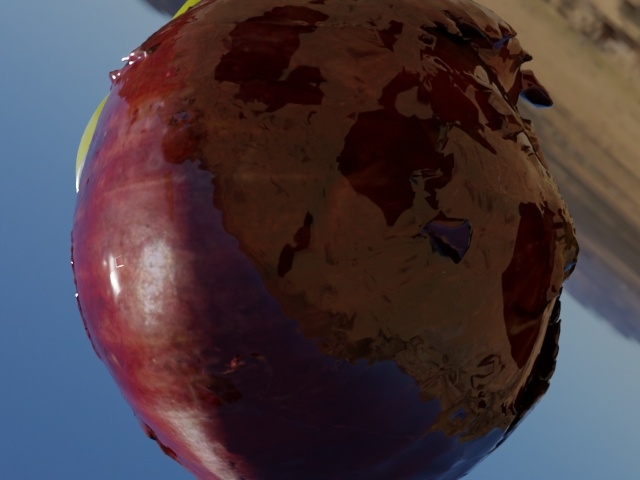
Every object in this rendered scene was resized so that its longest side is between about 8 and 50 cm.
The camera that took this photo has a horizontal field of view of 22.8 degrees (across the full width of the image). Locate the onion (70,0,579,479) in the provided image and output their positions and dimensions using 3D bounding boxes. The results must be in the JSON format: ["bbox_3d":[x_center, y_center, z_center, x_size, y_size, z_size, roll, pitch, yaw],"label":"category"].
[{"bbox_3d":[0.000,0.000,0.781,0.276,0.276,0.276,41,-174,-5],"label":"onion"}]

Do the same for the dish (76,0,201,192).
[{"bbox_3d":[-0.061,-0.049,0.977,0.221,0.262,0.108,46,-150,17],"label":"dish"}]
